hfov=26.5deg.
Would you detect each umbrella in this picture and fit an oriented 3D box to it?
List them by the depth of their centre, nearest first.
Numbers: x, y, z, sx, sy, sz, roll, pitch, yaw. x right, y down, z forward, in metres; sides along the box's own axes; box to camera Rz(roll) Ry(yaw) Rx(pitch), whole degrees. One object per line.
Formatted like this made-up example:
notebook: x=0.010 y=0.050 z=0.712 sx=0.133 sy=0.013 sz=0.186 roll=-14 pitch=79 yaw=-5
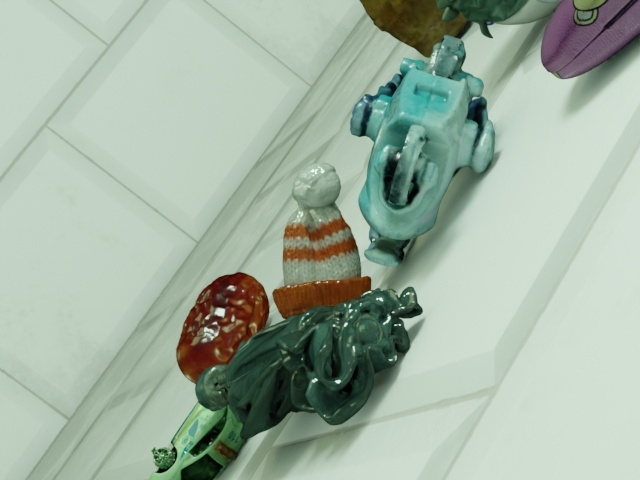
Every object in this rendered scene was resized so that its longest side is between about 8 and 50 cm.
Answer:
umbrella: x=-0.027 y=0.128 z=1.332 sx=0.143 sy=0.094 sz=0.349 roll=-35 pitch=4 yaw=-34

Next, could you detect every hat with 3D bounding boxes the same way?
hat: x=0.000 y=0.000 z=1.432 sx=0.112 sy=0.162 sz=0.093 roll=-6 pitch=-3 yaw=-38

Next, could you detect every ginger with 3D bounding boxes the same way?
ginger: x=0.182 y=-0.439 z=2.168 sx=0.269 sy=0.200 sz=0.223 roll=-48 pitch=8 yaw=27

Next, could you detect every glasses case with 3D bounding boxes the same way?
glasses case: x=0.314 y=-0.265 z=1.225 sx=0.316 sy=0.076 sz=0.123 roll=-45 pitch=10 yaw=36

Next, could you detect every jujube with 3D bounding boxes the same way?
jujube: x=-0.137 y=0.123 z=1.866 sx=0.112 sy=0.109 sz=0.176 roll=89 pitch=-160 yaw=-45

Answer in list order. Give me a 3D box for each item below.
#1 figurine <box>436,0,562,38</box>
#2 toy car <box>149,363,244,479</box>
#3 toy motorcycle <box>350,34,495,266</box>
figurine: x=0.277 y=-0.388 z=1.579 sx=0.382 sy=0.186 sz=0.261 roll=-37 pitch=27 yaw=38
toy car: x=-0.119 y=0.223 z=1.520 sx=0.186 sy=0.058 sz=0.093 roll=-55 pitch=-35 yaw=-13
toy motorcycle: x=0.101 y=-0.089 z=1.443 sx=0.260 sy=0.154 sz=0.206 roll=-67 pitch=-6 yaw=-45
